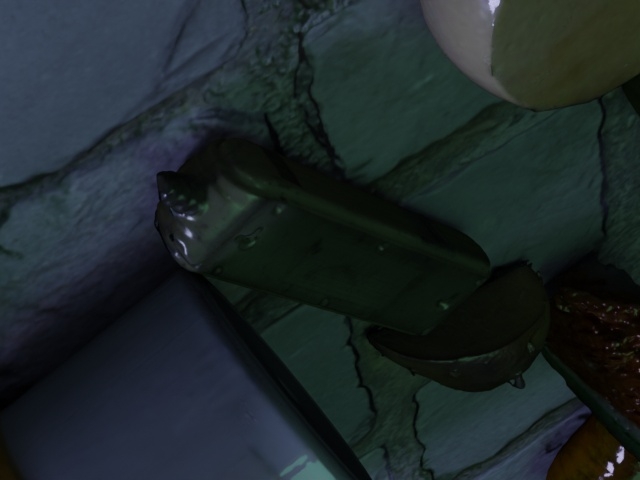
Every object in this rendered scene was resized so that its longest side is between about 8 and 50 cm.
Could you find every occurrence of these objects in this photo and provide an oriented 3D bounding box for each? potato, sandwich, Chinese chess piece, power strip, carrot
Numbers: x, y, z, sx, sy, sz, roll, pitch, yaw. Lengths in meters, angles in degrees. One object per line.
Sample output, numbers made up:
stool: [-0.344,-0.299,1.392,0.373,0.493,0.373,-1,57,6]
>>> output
potato: [0.129,0.101,1.484,0.172,0.089,0.100,-22,147,-26]
sandwich: [0.291,0.105,1.564,0.109,0.185,0.160,-35,151,-19]
Chinese chess piece: [0.179,-0.205,1.150,0.251,0.097,0.251,-26,146,-19]
power strip: [0.000,0.000,1.267,0.092,0.066,0.387,-46,149,16]
carrot: [0.345,0.181,1.775,0.114,0.114,0.302,8,126,-48]

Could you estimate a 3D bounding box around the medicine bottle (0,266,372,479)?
medicine bottle: [-0.107,0.176,1.213,0.232,0.238,0.238,-38,147,1]

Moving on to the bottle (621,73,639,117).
bottle: [0.363,-0.173,1.351,0.260,0.112,0.112,-40,147,2]
